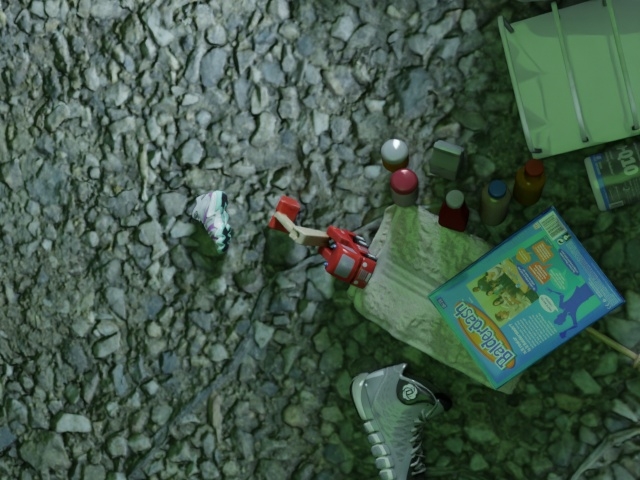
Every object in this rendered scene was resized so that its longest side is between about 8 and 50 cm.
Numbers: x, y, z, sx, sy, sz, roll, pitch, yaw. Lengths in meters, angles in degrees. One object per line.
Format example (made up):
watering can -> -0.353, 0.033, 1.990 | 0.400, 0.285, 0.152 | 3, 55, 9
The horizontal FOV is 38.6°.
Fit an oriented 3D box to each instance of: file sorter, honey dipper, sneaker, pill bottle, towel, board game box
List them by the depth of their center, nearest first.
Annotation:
file sorter -> 0.384, -0.229, 1.167 | 0.277, 0.173, 0.193 | -13, 91, 17
pill bottle -> 0.428, -0.094, 1.213 | 0.137, 0.078, 0.078 | -18, 89, 17
board game box -> 0.276, 0.078, 1.243 | 0.210, 0.047, 0.160 | -36, 85, 11
honey dipper -> 0.400, 0.139, 1.267 | 0.160, 0.030, 0.031 | 34, 103, 16
towel -> 0.189, 0.076, 1.316 | 0.282, 0.049, 0.187 | 27, 102, 13
sneaker -> 0.141, 0.285, 1.330 | 0.132, 0.086, 0.229 | -24, 86, 15
sneaker -> -0.178, -0.026, 1.429 | 0.069, 0.038, 0.098 | -4, 84, 19

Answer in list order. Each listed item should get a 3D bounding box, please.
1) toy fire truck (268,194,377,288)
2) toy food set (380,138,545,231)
toy fire truck -> 0.000, 0.000, 1.322 | 0.135, 0.192, 0.047 | 22, 103, -15
toy food set -> 0.185, -0.085, 1.255 | 0.232, 0.104, 0.111 | 20, 75, 13
